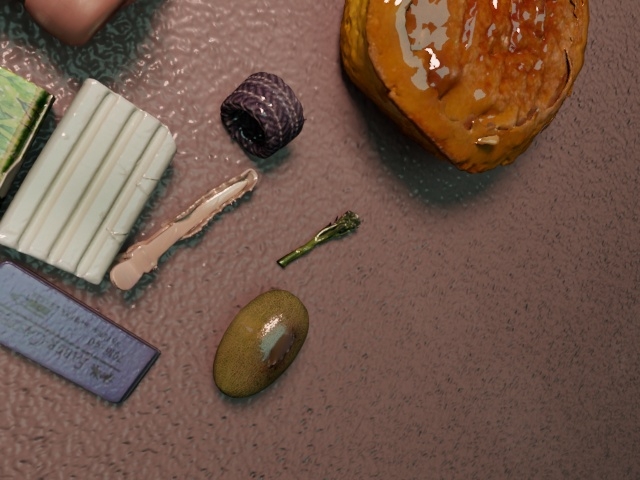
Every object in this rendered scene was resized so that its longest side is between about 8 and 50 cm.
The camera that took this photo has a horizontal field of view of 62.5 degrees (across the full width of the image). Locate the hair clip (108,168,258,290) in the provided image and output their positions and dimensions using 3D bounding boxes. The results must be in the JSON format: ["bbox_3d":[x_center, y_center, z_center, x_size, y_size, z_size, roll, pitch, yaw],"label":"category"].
[{"bbox_3d":[-0.173,-0.021,0.662,0.226,0.072,0.034,-43,117,-24],"label":"hair clip"}]

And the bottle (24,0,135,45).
[{"bbox_3d":[-0.284,-0.334,0.475,0.297,0.173,0.206,42,46,-27],"label":"bottle"}]

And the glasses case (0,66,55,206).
[{"bbox_3d":[-0.357,-0.038,0.531,0.062,0.095,0.272,26,88,-34],"label":"glasses case"}]

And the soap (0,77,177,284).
[{"bbox_3d":[-0.258,-0.064,0.593,0.119,0.067,0.198,32,85,-31],"label":"soap"}]

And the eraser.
[{"bbox_3d":[-0.297,0.114,0.626,0.225,0.036,0.082,42,77,-27],"label":"eraser"}]

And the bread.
[{"bbox_3d":[0.188,-0.276,0.716,0.358,0.204,0.336,40,78,-32],"label":"bread"}]

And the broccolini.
[{"bbox_3d":[0.000,0.000,0.763,0.140,0.035,0.030,-32,109,-18],"label":"broccolini"}]

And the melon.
[{"bbox_3d":[-0.082,0.140,0.712,0.099,0.099,0.162,42,81,-28],"label":"melon"}]

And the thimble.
[{"bbox_3d":[-0.071,-0.153,0.653,0.066,0.104,0.095,-49,121,-20],"label":"thimble"}]
